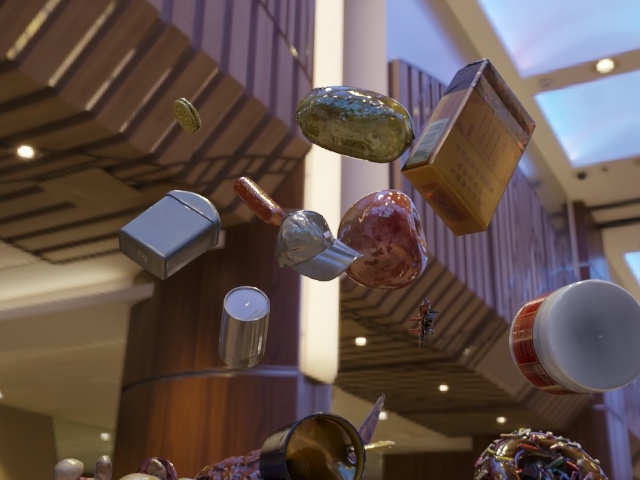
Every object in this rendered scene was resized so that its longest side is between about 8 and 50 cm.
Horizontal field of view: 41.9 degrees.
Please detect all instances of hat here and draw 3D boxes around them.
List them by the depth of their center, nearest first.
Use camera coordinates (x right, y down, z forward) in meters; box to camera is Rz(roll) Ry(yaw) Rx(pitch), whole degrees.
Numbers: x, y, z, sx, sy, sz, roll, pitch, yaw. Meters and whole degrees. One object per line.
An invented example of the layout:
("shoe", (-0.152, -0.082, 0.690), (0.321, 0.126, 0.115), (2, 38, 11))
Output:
("hat", (0.000, 0.000, 1.903), (0.173, 0.166, 0.144), (-4, -64, 49))

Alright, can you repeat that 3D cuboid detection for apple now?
("apple", (0.187, 0.004, 2.642), (0.270, 0.344, 0.345), (-14, -26, 16))

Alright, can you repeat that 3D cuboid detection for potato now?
("potato", (0.088, -0.294, 2.089), (0.308, 0.210, 0.173), (15, -63, 3))

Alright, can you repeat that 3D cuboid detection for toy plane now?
("toy plane", (0.270, 0.195, 2.132), (0.061, 0.130, 0.189), (12, -28, -3))

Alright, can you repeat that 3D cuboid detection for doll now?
("doll", (-0.337, 0.466, 1.419), (0.256, 0.196, 0.152), (13, -2, -23))

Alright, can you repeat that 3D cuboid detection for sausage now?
("sausage", (-0.115, -0.071, 1.569), (0.041, 0.131, 0.039), (-53, -34, 10))

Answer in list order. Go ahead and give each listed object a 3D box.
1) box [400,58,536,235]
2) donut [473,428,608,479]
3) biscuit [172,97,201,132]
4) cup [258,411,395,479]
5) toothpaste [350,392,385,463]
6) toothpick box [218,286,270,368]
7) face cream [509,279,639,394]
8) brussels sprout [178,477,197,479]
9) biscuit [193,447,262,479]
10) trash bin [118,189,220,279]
("box", (0.403, -0.249, 2.210), (0.264, 0.415, 0.116), (45, -33, -25))
("donut", (0.420, 0.464, 1.571), (0.270, 0.269, 0.103), (5, -60, -7))
("biscuit", (-0.306, -0.284, 1.907), (0.023, 0.084, 0.084), (-36, -6, -27))
("cup", (0.011, 0.481, 1.782), (0.255, 0.178, 0.256), (20, -21, -10))
("toothpaste", (0.113, 0.581, 2.421), (0.048, 0.301, 0.075), (16, -24, 42))
("toothpick box", (-0.178, 0.206, 1.949), (0.111, 0.111, 0.180), (4, -46, -7))
("face cream", (0.473, 0.183, 1.542), (0.201, 0.201, 0.187), (5, -13, -8))
("brussels sprout", (-0.268, 0.693, 1.765), (0.289, 0.354, 0.281), (-12, -27, 24))
("biscuit", (-0.189, 0.754, 2.232), (0.343, 0.395, 0.166), (-17, -48, 9))
("trash bin", (-0.364, -0.021, 2.078), (0.177, 0.236, 0.101), (33, -43, 19))
